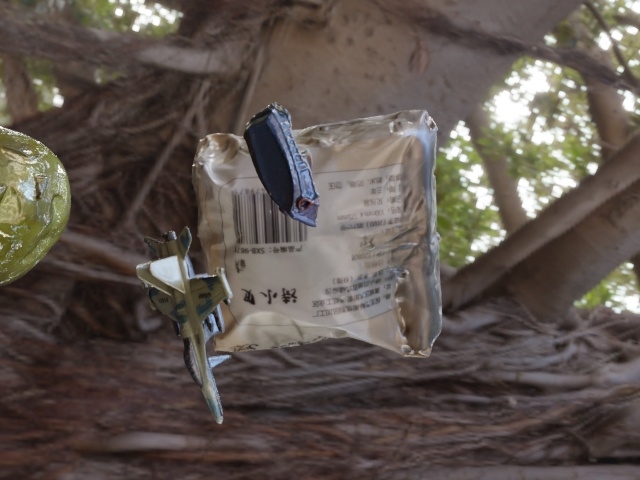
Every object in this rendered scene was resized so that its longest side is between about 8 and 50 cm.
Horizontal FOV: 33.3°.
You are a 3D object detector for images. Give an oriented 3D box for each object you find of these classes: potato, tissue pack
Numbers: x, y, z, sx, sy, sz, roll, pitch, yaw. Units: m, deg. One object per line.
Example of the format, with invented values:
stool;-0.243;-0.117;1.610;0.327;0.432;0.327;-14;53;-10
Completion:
potato;-0.323;-0.019;0.869;0.248;0.169;0.143;-9;-118;8
tissue pack;0.000;0.000;1.626;0.195;0.376;0.390;-89;178;-73

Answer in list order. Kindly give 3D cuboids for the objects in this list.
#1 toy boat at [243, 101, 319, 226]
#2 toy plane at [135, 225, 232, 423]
toy boat;-0.020;-0.046;0.677;0.038;0.038;0.083;-23;-92;45
toy plane;-0.161;0.111;1.408;0.192;0.088;0.262;-9;-73;49
